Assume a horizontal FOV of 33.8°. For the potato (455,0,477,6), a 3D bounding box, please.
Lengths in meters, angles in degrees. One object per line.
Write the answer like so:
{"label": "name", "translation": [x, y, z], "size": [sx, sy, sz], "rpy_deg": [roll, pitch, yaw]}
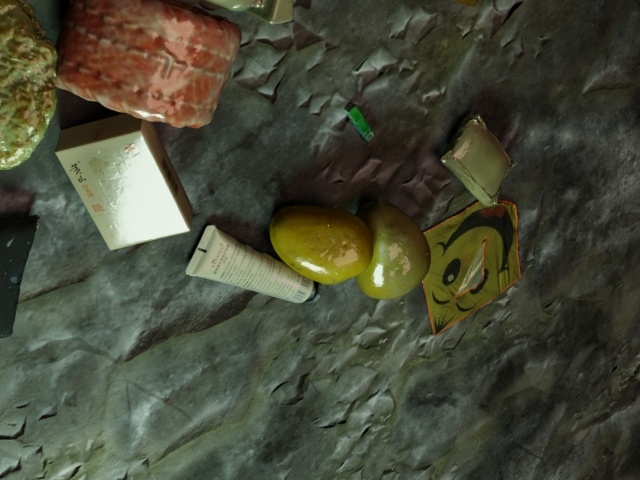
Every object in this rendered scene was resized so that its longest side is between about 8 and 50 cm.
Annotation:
{"label": "potato", "translation": [0.190, -0.480, 1.723], "size": [0.176, 0.141, 0.298], "rpy_deg": [-47, 135, 5]}

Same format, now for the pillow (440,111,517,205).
{"label": "pillow", "translation": [0.310, -0.158, 2.068], "size": [0.119, 0.053, 0.208], "rpy_deg": [-56, 135, -6]}

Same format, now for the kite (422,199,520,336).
{"label": "kite", "translation": [0.310, 0.059, 2.223], "size": [0.377, 0.013, 0.328], "rpy_deg": [15, 104, -44]}

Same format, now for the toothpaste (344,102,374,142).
{"label": "toothpaste", "translation": [0.069, -0.208, 1.865], "size": [0.020, 0.017, 0.083], "rpy_deg": [-44, 134, -7]}

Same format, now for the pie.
{"label": "pie", "translation": [-0.436, -0.210, 1.366], "size": [0.201, 0.090, 0.248], "rpy_deg": [12, 106, -6]}

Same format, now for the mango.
{"label": "mango", "translation": [0.000, 0.000, 1.854], "size": [0.195, 0.098, 0.137], "rpy_deg": [28, 92, -13]}

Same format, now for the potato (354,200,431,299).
{"label": "potato", "translation": [0.124, 0.014, 1.962], "size": [0.157, 0.157, 0.194], "rpy_deg": [-31, 115, -22]}

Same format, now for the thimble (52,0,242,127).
{"label": "thimble", "translation": [-0.241, -0.254, 1.434], "size": [0.239, 0.239, 0.162], "rpy_deg": [7, 107, -42]}

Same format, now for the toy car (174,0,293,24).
{"label": "toy car", "translation": [-0.117, -0.479, 1.397], "size": [0.226, 0.242, 0.336], "rpy_deg": [5, 112, -39]}

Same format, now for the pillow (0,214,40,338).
{"label": "pillow", "translation": [-0.489, 0.059, 1.529], "size": [0.141, 0.055, 0.208], "rpy_deg": [-4, 117, -48]}

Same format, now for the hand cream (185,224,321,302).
{"label": "hand cream", "translation": [-0.109, 0.054, 1.844], "size": [0.276, 0.059, 0.095], "rpy_deg": [23, 96, -40]}

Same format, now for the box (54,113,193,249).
{"label": "box", "translation": [-0.286, -0.087, 1.562], "size": [0.141, 0.058, 0.201], "rpy_deg": [-14, 131, 11]}
